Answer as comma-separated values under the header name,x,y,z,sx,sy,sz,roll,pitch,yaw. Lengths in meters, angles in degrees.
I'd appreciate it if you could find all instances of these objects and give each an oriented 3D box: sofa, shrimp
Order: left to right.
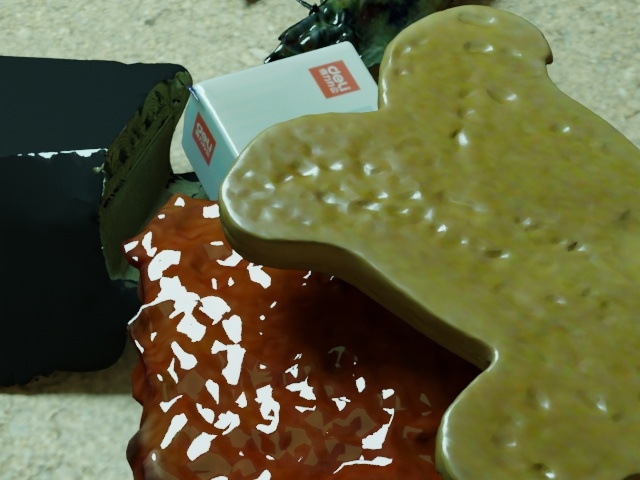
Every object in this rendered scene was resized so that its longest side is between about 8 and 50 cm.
name,x,y,z,sx,sy,sz,roll,pitch,yaw
sofa,-0.220,-0.020,0.977,0.258,0.182,0.200,4,34,11
shrimp,0.018,-0.258,1.166,0.272,0.085,0.445,15,51,26

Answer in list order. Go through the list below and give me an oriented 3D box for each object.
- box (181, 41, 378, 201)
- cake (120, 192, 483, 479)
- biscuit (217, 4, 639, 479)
name,x,y,z,sx,sy,sz,roll,pitch,yaw
box,0.014,-0.007,0.899,0.135,0.079,0.269,-18,65,-24
cake,0.054,0.156,0.662,0.270,0.319,0.269,-6,47,-4
biscuit,0.116,0.035,0.527,0.340,0.047,0.216,38,60,25
